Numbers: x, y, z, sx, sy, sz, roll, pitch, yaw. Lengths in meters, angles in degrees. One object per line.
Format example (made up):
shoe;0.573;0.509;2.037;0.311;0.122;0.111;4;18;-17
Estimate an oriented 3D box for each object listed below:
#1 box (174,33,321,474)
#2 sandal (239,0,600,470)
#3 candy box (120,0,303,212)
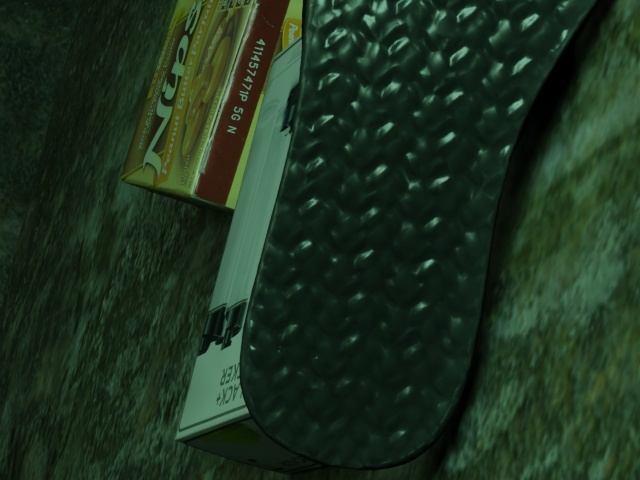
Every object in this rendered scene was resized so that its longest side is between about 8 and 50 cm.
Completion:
box;0.000;0.000;1.250;0.169;0.087;0.290;153;133;-67
sandal;0.057;-0.093;1.069;0.107;0.167;0.445;-53;-17;-88
candy box;-0.080;-0.118;1.622;0.316;0.087;0.183;-166;94;-73
